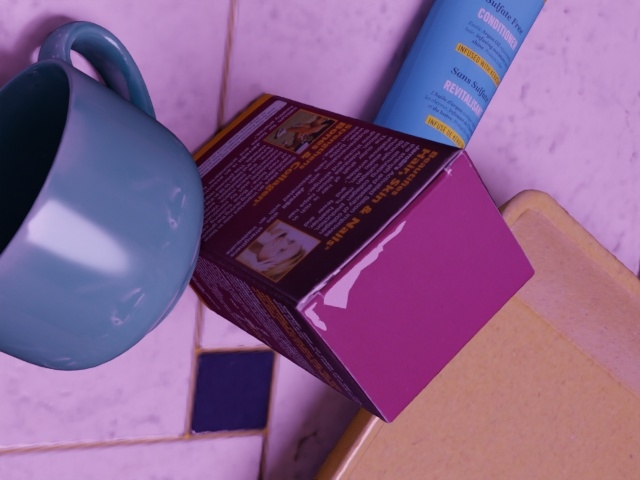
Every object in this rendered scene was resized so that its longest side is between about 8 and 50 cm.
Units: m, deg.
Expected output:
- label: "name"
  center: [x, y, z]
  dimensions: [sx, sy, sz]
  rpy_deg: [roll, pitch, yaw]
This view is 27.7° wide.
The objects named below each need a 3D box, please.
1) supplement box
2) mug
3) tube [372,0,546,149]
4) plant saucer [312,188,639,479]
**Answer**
- label: "supplement box"
  center: [0.000, 0.000, 0.643]
  dimensions: [0.104, 0.188, 0.081]
  rpy_deg: [-43, 121, -13]
- label: "mug"
  center: [-0.109, -0.017, 0.610]
  dimensions: [0.097, 0.129, 0.158]
  rpy_deg: [32, 87, -33]
- label: "tube"
  center: [0.089, -0.122, 0.750]
  dimensions: [0.080, 0.052, 0.207]
  rpy_deg: [36, 78, -42]
- label: "plant saucer"
  center: [0.118, 0.178, 0.826]
  dimensions: [0.332, 0.081, 0.333]
  rpy_deg: [37, 84, -31]
